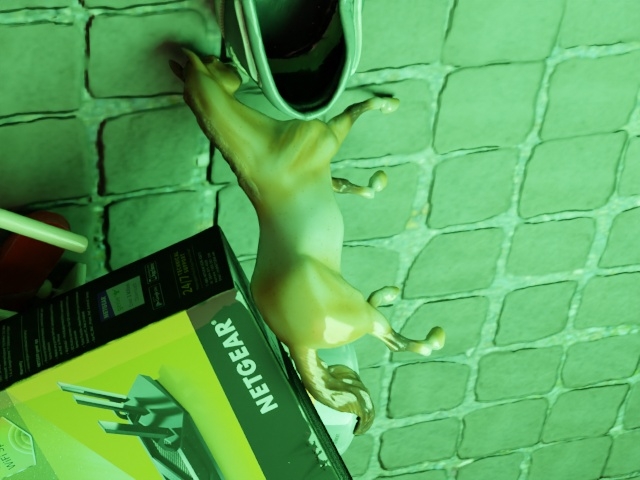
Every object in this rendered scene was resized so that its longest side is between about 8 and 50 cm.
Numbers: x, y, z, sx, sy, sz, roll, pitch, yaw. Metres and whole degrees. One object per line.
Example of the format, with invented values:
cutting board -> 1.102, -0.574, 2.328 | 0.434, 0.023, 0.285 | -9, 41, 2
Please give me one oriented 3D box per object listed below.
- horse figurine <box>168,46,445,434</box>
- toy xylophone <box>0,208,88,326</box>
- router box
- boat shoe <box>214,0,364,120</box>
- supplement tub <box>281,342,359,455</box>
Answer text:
horse figurine -> 0.000, 0.000, 0.996 | 0.066, 0.263, 0.174 | -14, 172, 42
toy xylophone -> -0.292, 0.028, 1.008 | 0.323, 0.081, 0.236 | 24, 122, -39
router box -> -0.117, 0.167, 1.058 | 0.243, 0.081, 0.309 | -24, 126, 3
boat shoe -> 0.001, -0.206, 0.851 | 0.116, 0.099, 0.319 | -5, 137, -16
supplement tub -> -0.074, 0.117, 1.164 | 0.190, 0.117, 0.117 | 2, 135, -24
